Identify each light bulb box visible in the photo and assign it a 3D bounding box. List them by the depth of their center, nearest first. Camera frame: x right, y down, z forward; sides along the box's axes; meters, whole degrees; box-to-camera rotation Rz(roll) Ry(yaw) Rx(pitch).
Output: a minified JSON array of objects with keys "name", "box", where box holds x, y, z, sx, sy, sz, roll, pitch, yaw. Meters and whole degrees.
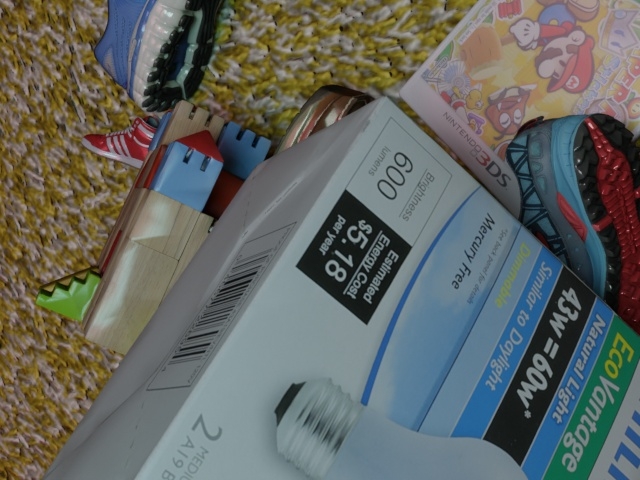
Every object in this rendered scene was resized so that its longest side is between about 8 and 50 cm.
[{"name":"light bulb box","box":[0.040,0.155,0.727,0.361,0.358,0.225,40,154,-18]}]

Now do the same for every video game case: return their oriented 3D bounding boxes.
[{"name":"video game case","box":[0.217,-0.155,0.891,0.206,0.026,0.227,49,113,16]}]

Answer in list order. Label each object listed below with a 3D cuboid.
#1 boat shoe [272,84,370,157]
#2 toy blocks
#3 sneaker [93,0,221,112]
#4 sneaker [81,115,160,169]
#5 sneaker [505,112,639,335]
[{"name":"boat shoe","box":[0.000,0.000,0.977,0.120,0.122,0.324,25,114,19]},{"name":"toy blocks","box":[-0.149,-0.023,0.956,0.190,0.381,0.261,25,87,-16]},{"name":"sneaker","box":[-0.174,-0.317,1.029,0.147,0.129,0.330,34,109,19]},{"name":"sneaker","box":[-0.236,-0.129,1.126,0.118,0.042,0.067,19,107,18]},{"name":"sneaker","box":[0.239,0.004,0.850,0.125,0.104,0.262,14,124,54]}]
